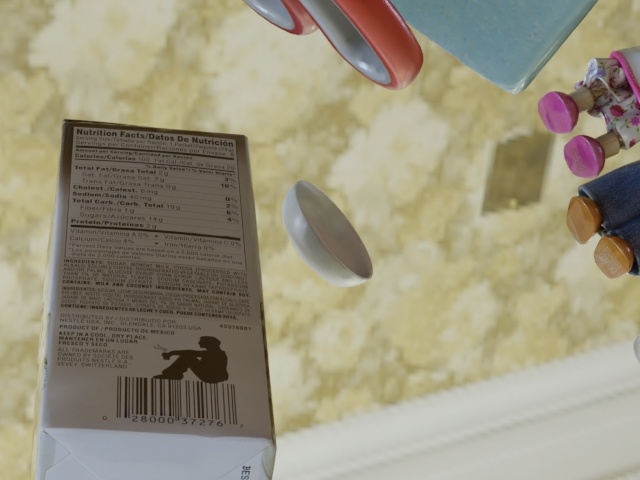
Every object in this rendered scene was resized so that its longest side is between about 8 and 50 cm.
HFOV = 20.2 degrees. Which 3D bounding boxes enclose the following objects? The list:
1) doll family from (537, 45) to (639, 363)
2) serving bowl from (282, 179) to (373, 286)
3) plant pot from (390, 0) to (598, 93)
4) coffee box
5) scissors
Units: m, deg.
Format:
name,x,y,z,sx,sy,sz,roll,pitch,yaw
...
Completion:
name,x,y,z,sx,sy,sz,roll,pitch,yaw
doll family,0.233,-0.008,1.004,0.163,0.118,0.263,-24,-104,-17
serving bowl,0.000,0.000,1.229,0.027,0.083,0.083,-37,-150,16
plant pot,0.092,-0.277,0.853,0.248,0.252,0.247,33,-137,-14
coffee box,-0.100,0.078,1.009,0.119,0.168,0.297,4,-148,-9
scissors,-0.059,-0.154,0.609,0.021,0.297,0.109,-48,-138,-8
